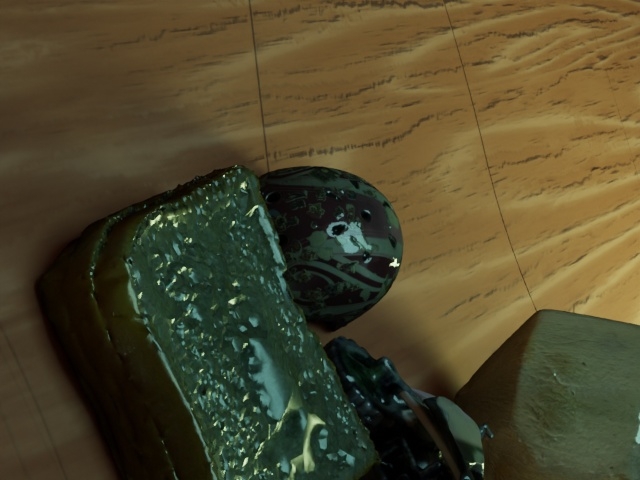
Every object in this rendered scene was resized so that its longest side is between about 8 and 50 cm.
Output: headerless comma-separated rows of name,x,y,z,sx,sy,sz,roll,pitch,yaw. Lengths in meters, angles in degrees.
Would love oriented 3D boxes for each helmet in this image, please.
helmet,0.017,-0.003,1.889,0.177,0.107,0.153,28,50,-56

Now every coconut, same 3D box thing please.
coconut,0.263,0.201,2.088,0.245,0.247,0.245,9,90,-75

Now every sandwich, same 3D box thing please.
sandwich,-0.086,0.103,1.607,0.301,0.099,0.271,67,25,-7

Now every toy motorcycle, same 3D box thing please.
toy motorcycle,0.104,0.234,1.811,0.327,0.143,0.188,60,13,27
